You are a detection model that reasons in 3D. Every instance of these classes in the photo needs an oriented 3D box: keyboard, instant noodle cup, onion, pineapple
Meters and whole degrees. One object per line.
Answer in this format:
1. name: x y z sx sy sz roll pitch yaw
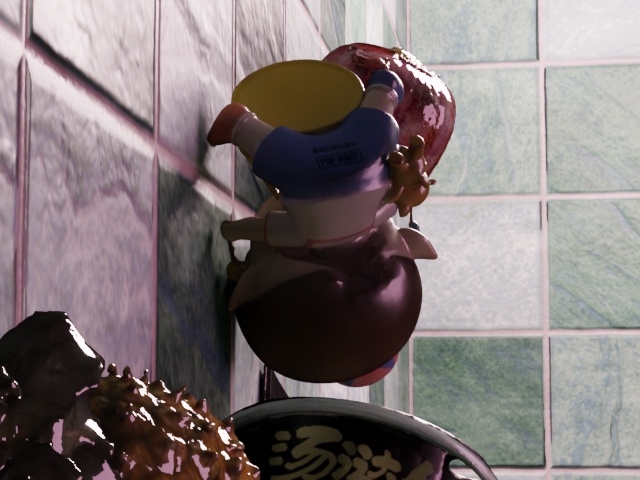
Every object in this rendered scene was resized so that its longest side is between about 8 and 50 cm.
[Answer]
1. keyboard: -0.035 0.150 1.367 0.155 0.010 0.053 70 19 -67
2. instant noodle cup: -0.004 0.246 0.966 0.215 0.215 0.236 81 20 -47
3. onion: 0.041 -0.095 1.530 0.195 0.159 0.159 -61 179 13
4. pineapple: -0.097 0.084 0.560 0.251 0.125 0.125 58 31 -64

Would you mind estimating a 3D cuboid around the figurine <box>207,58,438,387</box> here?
1. figurine: 0.002 0.006 1.165 0.158 0.161 0.275 -115 -161 -52
